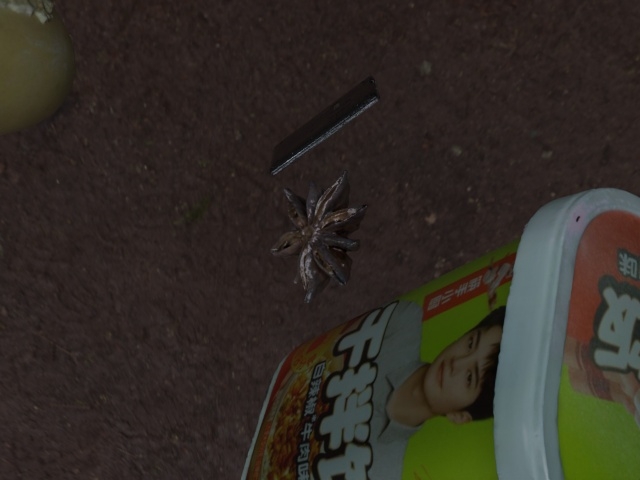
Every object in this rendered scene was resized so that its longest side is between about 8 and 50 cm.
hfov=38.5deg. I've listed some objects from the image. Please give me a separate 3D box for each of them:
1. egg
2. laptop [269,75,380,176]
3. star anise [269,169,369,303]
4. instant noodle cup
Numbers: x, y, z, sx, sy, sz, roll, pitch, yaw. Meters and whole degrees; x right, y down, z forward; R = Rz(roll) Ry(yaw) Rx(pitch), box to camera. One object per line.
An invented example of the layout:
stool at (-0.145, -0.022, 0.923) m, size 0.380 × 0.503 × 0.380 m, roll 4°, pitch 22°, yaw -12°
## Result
egg at (-0.309, -0.164, 0.787) m, size 0.202 × 0.164 × 0.164 m, roll 12°, pitch 62°, yaw -44°
laptop at (0.004, -0.159, 1.259) m, size 0.180 × 0.129 × 0.016 m, roll -36°, pitch 106°, yaw 12°
star anise at (0.000, 0.000, 1.316) m, size 0.065 × 0.195 × 0.182 m, roll 18°, pitch 67°, yaw -46°
instant noodle cup at (0.117, 0.147, 0.636) m, size 0.294 × 0.308 × 0.293 m, roll 17°, pitch 63°, yaw -35°
